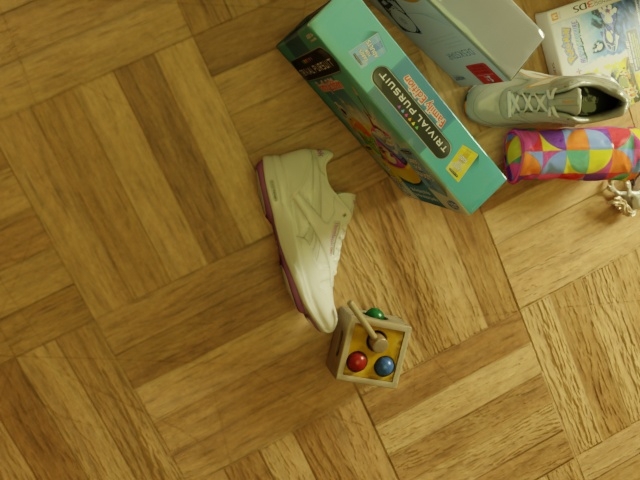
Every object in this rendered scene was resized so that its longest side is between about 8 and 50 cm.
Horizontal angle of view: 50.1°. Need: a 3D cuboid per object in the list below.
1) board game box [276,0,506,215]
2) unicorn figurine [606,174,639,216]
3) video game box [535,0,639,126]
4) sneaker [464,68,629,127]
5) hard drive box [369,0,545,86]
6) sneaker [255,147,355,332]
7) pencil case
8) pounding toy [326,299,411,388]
[{"bbox_3d":[0.092,-0.195,1.012,0.079,0.254,0.336,-44,105,-3],"label":"board game box"},{"bbox_3d":[0.599,-0.111,1.252,0.111,0.060,0.162,37,105,-16],"label":"unicorn figurine"},{"bbox_3d":[0.487,-0.324,1.192,0.187,0.048,0.205,-21,103,-6],"label":"video game box"},{"bbox_3d":[0.369,-0.231,1.116,0.262,0.121,0.099,-3,105,7],"label":"sneaker"},{"bbox_3d":[0.199,-0.348,1.050,0.232,0.181,0.089,38,89,-15],"label":"hard drive box"},{"bbox_3d":[0.000,0.000,1.093,0.152,0.114,0.305,-16,102,-9],"label":"sneaker"},{"bbox_3d":[0.432,-0.145,1.175,0.236,0.104,0.105,0,99,-8],"label":"pencil case"},{"bbox_3d":[0.078,0.167,1.146,0.130,0.100,0.141,12,96,-15],"label":"pounding toy"}]
